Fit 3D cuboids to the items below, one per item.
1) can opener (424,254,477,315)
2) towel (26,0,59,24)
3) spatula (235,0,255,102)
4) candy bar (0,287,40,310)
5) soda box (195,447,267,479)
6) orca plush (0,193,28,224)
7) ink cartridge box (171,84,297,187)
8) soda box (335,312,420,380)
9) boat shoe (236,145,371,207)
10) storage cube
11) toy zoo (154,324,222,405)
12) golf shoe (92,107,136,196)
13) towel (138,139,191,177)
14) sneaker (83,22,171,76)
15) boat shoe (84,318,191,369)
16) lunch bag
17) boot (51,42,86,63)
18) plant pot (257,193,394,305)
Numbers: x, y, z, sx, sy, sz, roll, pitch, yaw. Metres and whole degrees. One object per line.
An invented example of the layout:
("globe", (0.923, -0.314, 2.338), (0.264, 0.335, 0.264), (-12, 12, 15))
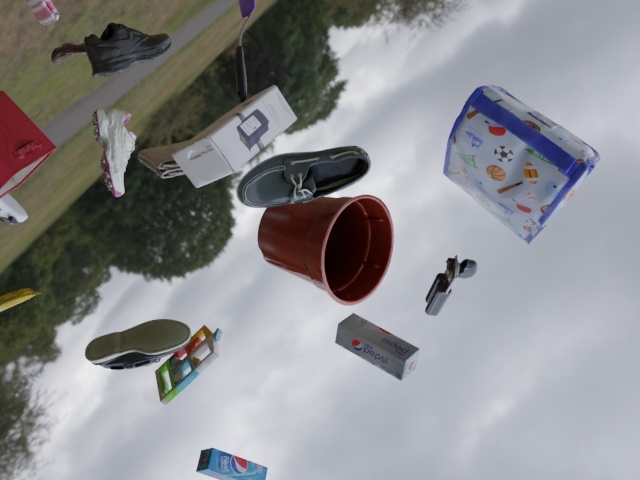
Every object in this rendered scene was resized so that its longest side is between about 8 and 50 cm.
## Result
("can opener", (0.375, 0.136, 1.881), (0.283, 0.095, 0.076), (99, -2, -59))
("towel", (-0.560, -0.505, 1.234), (0.029, 0.197, 0.144), (-36, -151, -18))
("spatula", (-0.177, -0.461, 1.492), (0.084, 0.030, 0.297), (-4, -97, 62))
("candy bar", (-0.591, 0.120, 1.184), (0.040, 0.018, 0.161), (17, -150, 33))
("soda box", (-0.266, 0.693, 1.978), (0.071, 0.210, 0.067), (-29, -139, 43))
("orca plush", (-1.001, -0.096, 1.974), (0.102, 0.151, 0.287), (-31, 179, -4))
("ink cartridge box", (-0.195, -0.235, 1.488), (0.172, 0.100, 0.237), (-13, -153, 49))
("soda box", (0.193, 0.362, 2.252), (0.286, 0.091, 0.098), (26, -146, 31))
("boat shoe", (-0.035, -0.144, 1.488), (0.319, 0.116, 0.099), (-16, -163, -8))
("storage cube", (-0.816, -0.218, 1.608), (0.215, 0.193, 0.184), (-33, -164, 26))
("toy zoo", (-0.447, 0.409, 2.253), (0.293, 0.030, 0.192), (-43, -151, 0))
("golf shoe", (-0.695, -0.307, 2.256), (0.140, 0.306, 0.115), (-11, -174, -26))
("towel", (-0.357, -0.219, 1.690), (0.187, 0.049, 0.282), (-15, -160, -24))
("sneaker", (-0.537, -0.555, 1.841), (0.109, 0.130, 0.286), (-5, -156, 37))
("boat shoe", (-0.555, 0.341, 2.050), (0.340, 0.113, 0.127), (-16, -132, 2))
("lunch bag", (0.496, -0.205, 1.638), (0.239, 0.328, 0.385), (-49, 163, -3))
("boot", (-0.733, -0.563, 1.955), (0.114, 0.037, 0.106), (5, -132, 16))
("plant pot", (0.000, 0.000, 1.651), (0.265, 0.272, 0.272), (14, -122, 42))
